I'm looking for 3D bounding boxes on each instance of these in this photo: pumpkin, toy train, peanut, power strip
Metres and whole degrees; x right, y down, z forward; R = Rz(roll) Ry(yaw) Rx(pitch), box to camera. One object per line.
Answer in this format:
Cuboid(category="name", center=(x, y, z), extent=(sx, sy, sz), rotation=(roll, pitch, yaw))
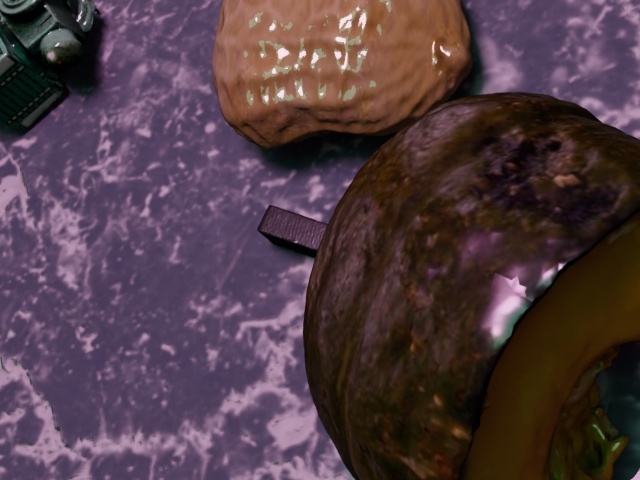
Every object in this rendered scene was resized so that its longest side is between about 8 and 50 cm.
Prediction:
Cuboid(category="pumpkin", center=(0.127, 0.058, 0.764), extent=(0.303, 0.256, 0.225), rotation=(-53, 37, -5))
Cuboid(category="toy train", center=(-0.327, -0.241, 1.152), extent=(0.154, 0.115, 0.269), rotation=(-43, 61, 12))
Cuboid(category="peanut", center=(0.017, -0.173, 0.983), extent=(0.233, 0.110, 0.197), rotation=(0, 70, 24))
Cuboid(category="power strip", center=(0.000, 0.000, 0.964), extent=(0.111, 0.038, 0.029), rotation=(19, 77, 26))
